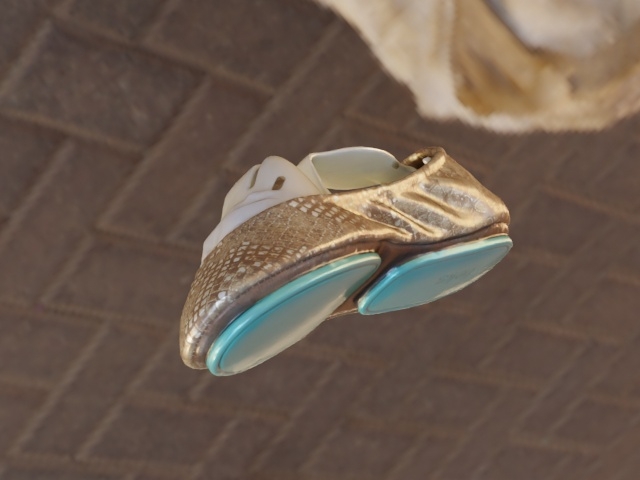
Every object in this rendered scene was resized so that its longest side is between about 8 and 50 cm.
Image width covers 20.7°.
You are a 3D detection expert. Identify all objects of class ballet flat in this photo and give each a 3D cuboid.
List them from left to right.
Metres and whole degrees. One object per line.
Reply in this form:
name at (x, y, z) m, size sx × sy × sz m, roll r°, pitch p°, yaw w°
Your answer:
ballet flat at (0.000, 0.000, 0.665) m, size 0.073 × 0.067 × 0.206 m, roll -44°, pitch 164°, yaw 27°
